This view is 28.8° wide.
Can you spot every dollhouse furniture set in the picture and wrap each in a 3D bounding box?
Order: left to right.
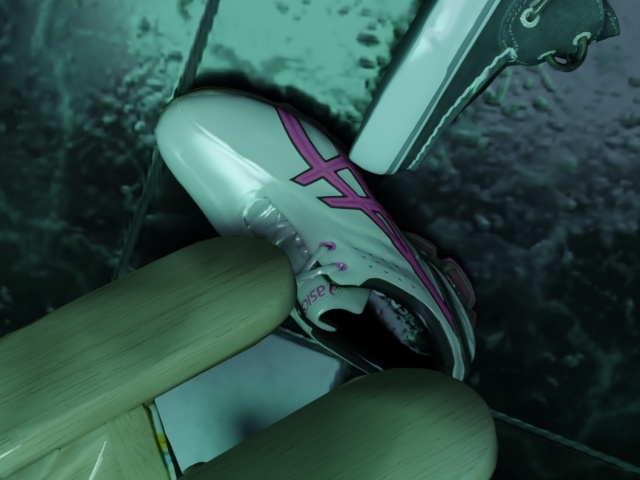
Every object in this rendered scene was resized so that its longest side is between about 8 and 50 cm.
[{"bbox_3d":[0.082,0.212,0.487,0.256,0.394,0.362,-27,124,-22],"label":"dollhouse furniture set"}]

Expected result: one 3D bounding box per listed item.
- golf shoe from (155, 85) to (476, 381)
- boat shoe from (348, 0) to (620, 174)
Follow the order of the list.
[{"bbox_3d":[0.000,0.000,0.567,0.186,0.086,0.067,39,110,-7],"label":"golf shoe"},{"bbox_3d":[0.098,-0.112,0.522,0.076,0.080,0.228,33,103,-5],"label":"boat shoe"}]
